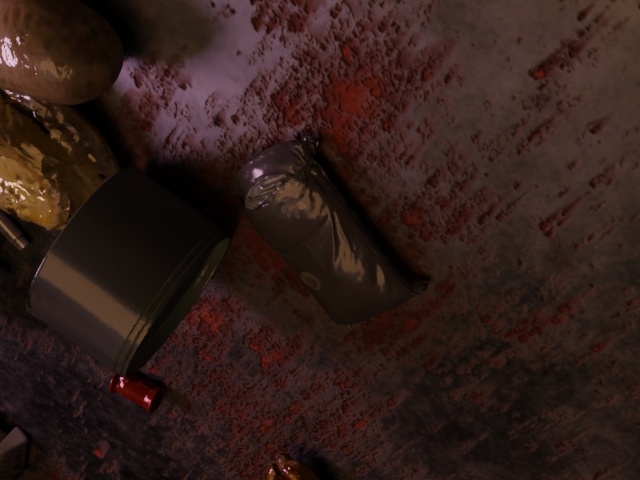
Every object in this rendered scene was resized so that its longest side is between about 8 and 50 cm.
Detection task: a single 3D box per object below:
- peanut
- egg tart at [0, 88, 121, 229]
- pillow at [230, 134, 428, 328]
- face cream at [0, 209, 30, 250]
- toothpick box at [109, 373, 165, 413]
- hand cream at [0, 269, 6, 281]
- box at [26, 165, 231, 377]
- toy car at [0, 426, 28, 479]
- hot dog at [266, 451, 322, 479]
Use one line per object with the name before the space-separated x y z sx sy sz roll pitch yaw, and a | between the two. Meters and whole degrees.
peanut | -0.344 -0.239 1.111 0.253 0.122 0.137 17 124 27
egg tart | -0.386 -0.101 1.268 0.279 0.095 0.279 21 141 18
pillow | 0.000 0.000 1.134 0.169 0.059 0.255 -27 107 41
face cream | -0.487 -0.032 1.448 0.115 0.020 0.038 49 136 -11
toothpick box | -0.297 0.240 1.538 0.083 0.047 0.047 24 135 14
hand cream | -0.580 0.012 1.529 0.171 0.043 0.065 37 140 4
box | -0.237 0.041 1.198 0.149 0.226 0.226 35 137 3
toy car | -0.749 0.472 1.818 0.226 0.336 0.242 30 136 5
hot dog | -0.006 0.412 1.485 0.092 0.062 0.235 -11 122 39
